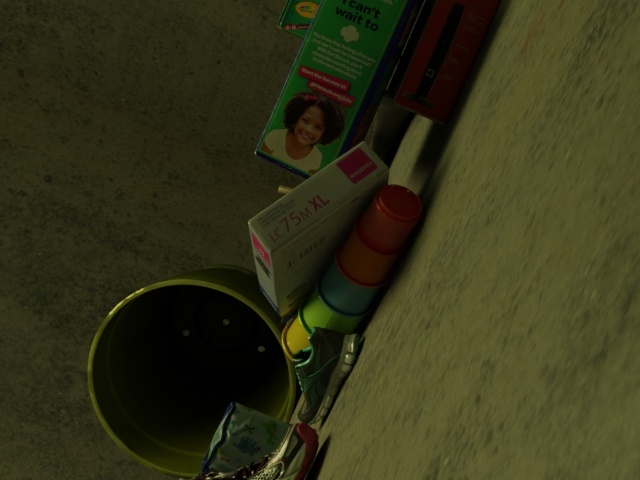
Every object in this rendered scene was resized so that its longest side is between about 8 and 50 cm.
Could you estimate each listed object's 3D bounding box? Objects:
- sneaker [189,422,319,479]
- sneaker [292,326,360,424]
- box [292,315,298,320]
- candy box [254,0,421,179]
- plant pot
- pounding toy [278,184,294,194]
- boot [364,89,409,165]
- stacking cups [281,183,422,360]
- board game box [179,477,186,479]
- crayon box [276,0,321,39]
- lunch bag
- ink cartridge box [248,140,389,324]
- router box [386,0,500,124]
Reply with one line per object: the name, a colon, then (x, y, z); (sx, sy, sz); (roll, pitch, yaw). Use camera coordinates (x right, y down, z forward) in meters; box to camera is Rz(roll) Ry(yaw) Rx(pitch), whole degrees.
sneaker: (-0.119, 0.336, 1.609); (0.299, 0.112, 0.121); (-44, -2, 19)
sneaker: (-0.007, 0.177, 1.668); (0.065, 0.076, 0.166); (-72, 6, -58)
box: (-0.015, 0.116, 2.424); (0.105, 0.043, 0.179); (127, 167, -75)
candy box: (0.040, -0.246, 1.718); (0.268, 0.122, 0.317); (-46, -21, -80)
plant pot: (-0.203, 0.200, 2.302); (0.353, 0.366, 0.366); (-64, -2, -74)
pounding toy: (-0.019, -0.010, 2.454); (0.237, 0.183, 0.110); (-72, -15, -61)
boot: (0.094, -0.172, 2.199); (0.338, 0.118, 0.222); (-2, -68, -82)
stacking cups: (0.051, 0.052, 1.640); (0.316, 0.096, 0.096); (-57, 10, 42)
board game box: (-0.223, 0.552, 2.025); (0.142, 0.144, 0.275); (122, 169, -65)
crayon box: (0.074, -0.360, 2.123); (0.165, 0.278, 0.081); (-76, 10, -68)
lunch bag: (-0.097, 0.312, 1.760); (0.151, 0.129, 0.096); (119, 173, -57)
ink cartridge box: (0.000, 0.000, 1.659); (0.186, 0.065, 0.311); (-35, -20, -12)
router box: (0.193, -0.339, 1.817); (0.335, 0.082, 0.301); (-85, 18, -78)
